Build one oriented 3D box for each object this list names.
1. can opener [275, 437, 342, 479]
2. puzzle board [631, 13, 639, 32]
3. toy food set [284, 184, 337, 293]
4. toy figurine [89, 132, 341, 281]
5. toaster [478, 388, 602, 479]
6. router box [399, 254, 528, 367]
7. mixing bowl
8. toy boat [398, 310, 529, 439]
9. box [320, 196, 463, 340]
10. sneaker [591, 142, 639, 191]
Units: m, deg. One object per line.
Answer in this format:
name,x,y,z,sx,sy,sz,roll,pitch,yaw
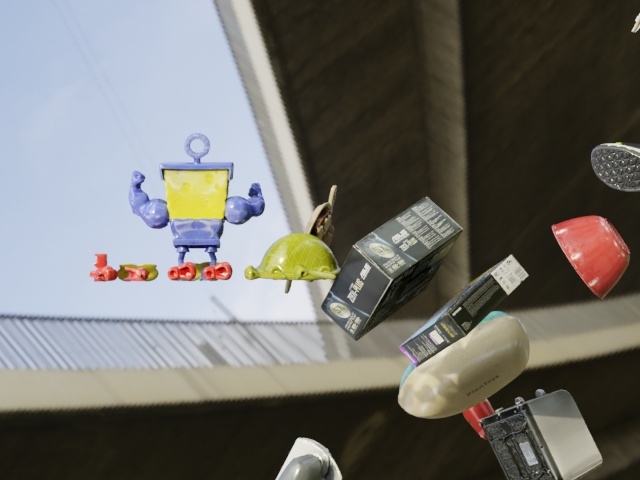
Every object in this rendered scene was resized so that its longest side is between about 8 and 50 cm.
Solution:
can opener,-0.064,0.345,1.336,0.095,0.076,0.283,-2,-55,-51
puzzle board,0.535,-0.393,1.886,0.128,0.011,0.096,-44,-20,-44
toy food set,0.000,0.000,1.995,0.192,0.039,0.132,-56,-19,-49
toy figurine,-0.150,-0.049,1.703,0.191,0.363,0.217,105,164,-88
toaster,0.384,0.360,2.073,0.110,0.185,0.168,-21,-10,-25
router box,0.213,0.105,1.764,0.179,0.046,0.133,-37,-3,-40
mixing bowl,0.560,0.018,2.409,0.098,0.181,0.181,-36,-21,18
toy boat,0.268,0.255,2.237,0.267,0.148,0.318,-29,-36,-4
box,0.103,0.040,1.730,0.180,0.077,0.147,-33,-21,-41
sneaker,0.604,-0.133,2.126,0.097,0.235,0.084,-30,-55,-47
